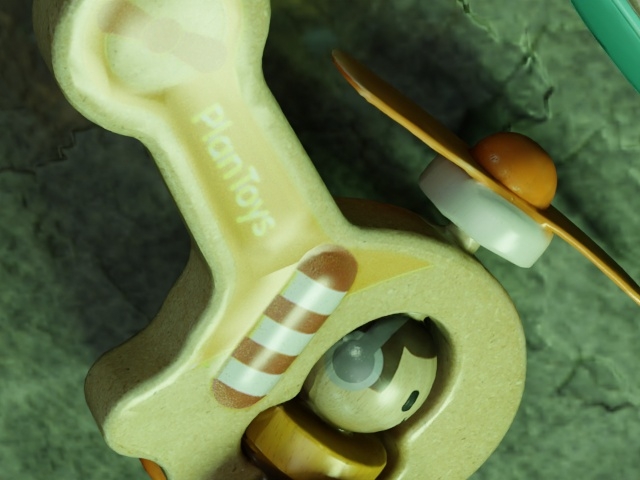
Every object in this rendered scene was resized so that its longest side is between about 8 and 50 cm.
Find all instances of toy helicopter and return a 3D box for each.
[{"bbox_3d":[0.000,0.000,0.754,0.235,0.140,0.355,-30,135,-4],"label":"toy helicopter"}]

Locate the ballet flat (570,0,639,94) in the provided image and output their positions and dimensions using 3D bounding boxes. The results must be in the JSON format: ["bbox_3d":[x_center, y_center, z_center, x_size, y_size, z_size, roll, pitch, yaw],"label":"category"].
[{"bbox_3d":[0.170,-0.062,0.777,0.068,0.072,0.213,-36,107,-6],"label":"ballet flat"}]
